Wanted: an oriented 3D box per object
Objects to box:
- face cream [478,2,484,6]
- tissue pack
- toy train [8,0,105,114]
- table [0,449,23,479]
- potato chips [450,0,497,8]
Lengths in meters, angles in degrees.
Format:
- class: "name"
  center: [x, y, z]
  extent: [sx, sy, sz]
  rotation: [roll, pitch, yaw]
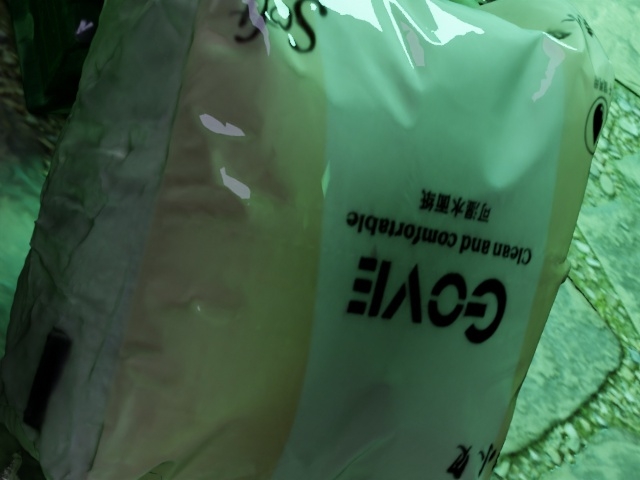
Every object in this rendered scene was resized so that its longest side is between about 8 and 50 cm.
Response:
- class: "face cream"
  center: [0.121, -0.264, 1.299]
  extent: [0.283, 0.073, 0.073]
  rotation: [46, 49, -5]
- class: "tissue pack"
  center: [0.000, 0.000, 0.924]
  extent: [0.376, 0.195, 0.390]
  rotation: [10, 97, -38]
- class: "toy train"
  center: [-0.136, -0.231, 1.007]
  extent: [0.145, 0.202, 0.266]
  rotation: [-5, 73, -26]
- class: "table"
  center: [-0.186, 0.178, 0.843]
  extent: [0.062, 0.079, 0.083]
  rotation: [38, 48, -15]
- class: "potato chips"
  center: [0.035, -0.314, 1.209]
  extent: [0.373, 0.097, 0.389]
  rotation: [-31, 87, -9]
